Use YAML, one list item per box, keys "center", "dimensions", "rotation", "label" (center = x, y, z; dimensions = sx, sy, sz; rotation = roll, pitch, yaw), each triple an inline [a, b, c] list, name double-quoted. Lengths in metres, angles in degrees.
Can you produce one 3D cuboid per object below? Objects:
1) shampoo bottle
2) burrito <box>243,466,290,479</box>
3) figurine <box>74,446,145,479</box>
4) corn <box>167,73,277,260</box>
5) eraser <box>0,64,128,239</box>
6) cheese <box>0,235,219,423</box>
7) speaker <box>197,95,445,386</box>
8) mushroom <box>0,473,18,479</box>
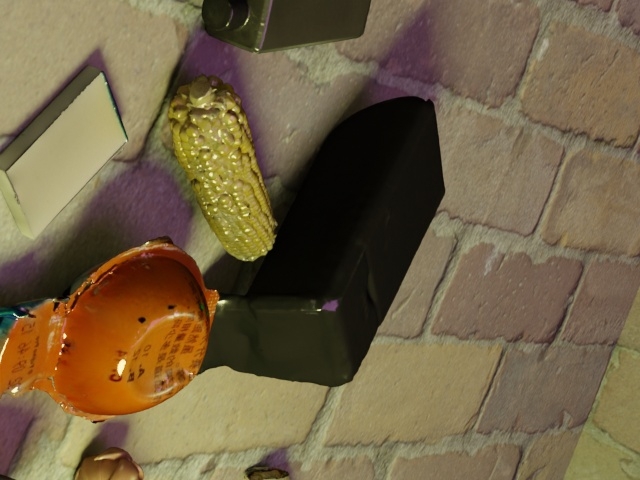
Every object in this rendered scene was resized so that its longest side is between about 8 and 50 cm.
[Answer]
- center: [-0.040, -0.254, 1.860]
  dimensions: [0.246, 0.080, 0.079]
  rotation: [-17, 125, -55]
  label: "shampoo bottle"
- center: [-0.061, 0.339, 2.322]
  dimensions: [0.055, 0.041, 0.149]
  rotation: [-42, 146, -14]
  label: "burrito"
- center: [-0.235, 0.314, 1.929]
  dimensions: [0.114, 0.126, 0.157]
  rotation: [-110, -148, -65]
  label: "figurine"
- center: [-0.105, -0.075, 1.882]
  dimensions: [0.086, 0.086, 0.288]
  rotation: [-53, 152, -23]
  label: "corn"
- center: [-0.252, -0.085, 1.683]
  dimensions: [0.150, 0.023, 0.104]
  rotation: [-50, 148, -27]
  label: "eraser"
- center: [-0.231, 0.099, 1.758]
  dimensions: [0.329, 0.129, 0.217]
  rotation: [-8, 122, -45]
  label: "cheese"
- center: [0.000, 0.000, 2.091]
  dimensions: [0.180, 0.184, 0.388]
  rotation: [78, 33, -50]
  label: "speaker"
- center: [-0.369, 0.269, 1.600]
  dimensions: [0.397, 0.177, 0.126]
  rotation: [25, 79, -61]
  label: "mushroom"
